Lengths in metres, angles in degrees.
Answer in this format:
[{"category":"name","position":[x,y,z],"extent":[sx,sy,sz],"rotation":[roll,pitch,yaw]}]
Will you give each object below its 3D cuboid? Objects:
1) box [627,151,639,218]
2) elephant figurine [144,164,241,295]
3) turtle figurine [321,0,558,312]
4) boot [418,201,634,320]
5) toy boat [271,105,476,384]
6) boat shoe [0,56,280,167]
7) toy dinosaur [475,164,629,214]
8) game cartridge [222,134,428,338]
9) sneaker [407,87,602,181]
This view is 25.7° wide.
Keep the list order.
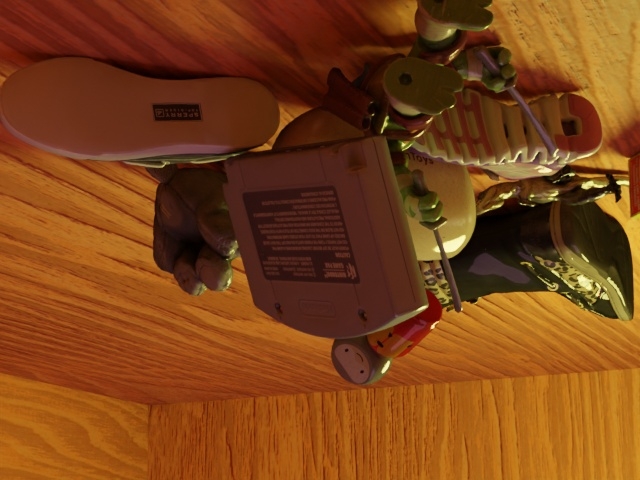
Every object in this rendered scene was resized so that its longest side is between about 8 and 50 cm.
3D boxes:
[{"category":"box","position":[0.451,-0.093,1.713],"extent":[0.058,0.087,0.232],"rotation":[4,166,-12]},{"category":"elephant figurine","position":[-0.096,-0.030,1.814],"extent":[0.169,0.186,0.239],"rotation":[29,-146,32]},{"category":"turtle figurine","position":[0.138,-0.120,1.367],"extent":[0.198,0.274,0.266],"rotation":[-34,165,-10]},{"category":"boot","position":[0.313,0.043,2.136],"extent":[0.284,0.138,0.377],"rotation":[-9,160,24]},{"category":"toy boat","position":[0.055,-0.003,1.557],"extent":[0.268,0.318,0.148],"rotation":[16,141,-30]},{"category":"boat shoe","position":[-0.198,-0.128,1.497],"extent":[0.301,0.108,0.102],"rotation":[-3,166,-25]},{"category":"toy dinosaur","position":[0.334,-0.071,1.851],"extent":[0.268,0.064,0.118],"rotation":[-1,173,-8]},{"category":"game cartridge","position":[0.000,0.000,1.407],"extent":[0.060,0.196,0.294],"rotation":[-15,-173,-29]},{"category":"sneaker","position":[0.192,-0.110,1.577],"extent":[0.236,0.095,0.104],"rotation":[2,158,-15]}]
